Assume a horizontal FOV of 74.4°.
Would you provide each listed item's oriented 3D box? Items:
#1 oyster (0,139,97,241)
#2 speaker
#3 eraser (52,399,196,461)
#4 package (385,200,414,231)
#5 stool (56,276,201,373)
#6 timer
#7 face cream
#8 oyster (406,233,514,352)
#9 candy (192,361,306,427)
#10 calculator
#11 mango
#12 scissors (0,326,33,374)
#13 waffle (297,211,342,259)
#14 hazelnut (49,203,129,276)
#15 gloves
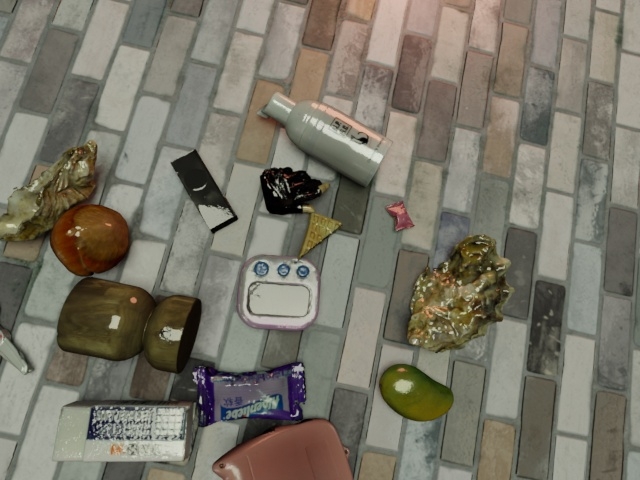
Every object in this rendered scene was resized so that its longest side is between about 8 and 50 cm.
[{"bbox_3d":[-0.665,-0.108,1.047,0.341,0.110,0.166,-49,48,-8],"label":"oyster"},{"bbox_3d":[-0.310,-0.132,1.128,0.082,0.044,0.218,-30,83,-10],"label":"speaker"},{"bbox_3d":[-0.447,0.443,0.984,0.288,0.086,0.130,3,77,-5],"label":"eraser"},{"bbox_3d":[0.221,-0.068,1.175,0.059,0.029,0.083,-16,72,-12],"label":"package"},{"bbox_3d":[-0.435,0.197,0.985,0.265,0.179,0.178,12,78,-2],"label":"stool"},{"bbox_3d":[-0.106,0.134,1.084,0.209,0.069,0.190,5,77,-5],"label":"timer"},{"bbox_3d":[0.000,-0.294,1.138,0.370,0.145,0.145,29,78,0],"label":"face cream"},{"bbox_3d":[0.362,0.158,1.100,0.351,0.115,0.237,-37,84,-11],"label":"oyster"},{"bbox_3d":[-0.172,0.375,1.032,0.276,0.070,0.145,0,86,-10],"label":"candy"},{"bbox_3d":[-0.063,0.528,0.951,0.330,0.048,0.219,-5,59,-35],"label":"calculator"},{"bbox_3d":[0.237,0.388,1.059,0.191,0.085,0.122,31,75,2],"label":"mango"},{"bbox_3d":[-0.786,0.237,1.019,0.242,0.030,0.118,43,79,6],"label":"scissors"},{"bbox_3d":[0.000,0.000,1.113,0.098,0.023,0.152,23,58,-13],"label":"waffle"},{"bbox_3d":[-0.564,-0.004,1.020,0.182,0.182,0.181,1,79,-5],"label":"hazelnut"},{"bbox_3d":[-0.062,-0.138,1.122,0.181,0.106,0.128,-12,78,-4],"label":"gloves"}]
